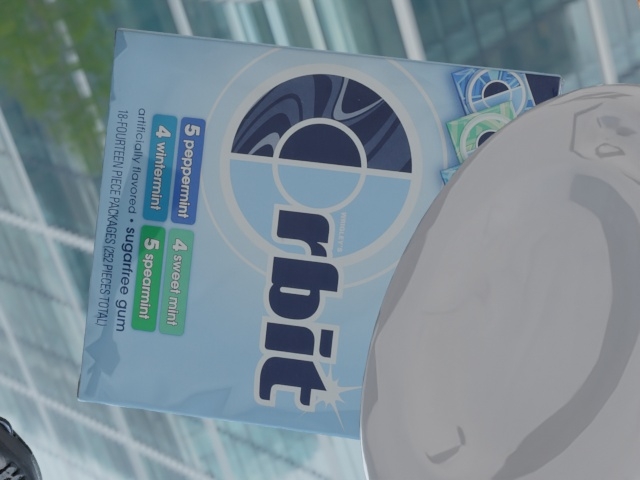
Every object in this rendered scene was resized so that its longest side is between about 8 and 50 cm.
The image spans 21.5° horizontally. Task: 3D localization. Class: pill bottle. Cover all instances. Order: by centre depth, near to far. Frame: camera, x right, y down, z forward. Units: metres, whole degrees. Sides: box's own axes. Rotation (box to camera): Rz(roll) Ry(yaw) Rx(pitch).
[{"bbox_3d":[0.130,0.057,0.427,0.124,0.221,0.124,-38,-140,40],"label":"pill bottle"}]

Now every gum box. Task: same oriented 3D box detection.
[{"bbox_3d":[0.000,0.000,0.700,0.184,0.157,0.041,7,-176,10],"label":"gum box"}]

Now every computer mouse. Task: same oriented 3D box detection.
[{"bbox_3d":[-0.250,0.110,1.232,0.041,0.242,0.071,-17,-152,-2],"label":"computer mouse"}]

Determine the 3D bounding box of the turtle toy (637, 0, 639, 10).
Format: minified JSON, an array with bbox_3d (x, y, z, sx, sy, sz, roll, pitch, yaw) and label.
[{"bbox_3d":[0.217,-0.161,0.956,0.066,0.095,0.130,-23,-127,48],"label":"turtle toy"}]
